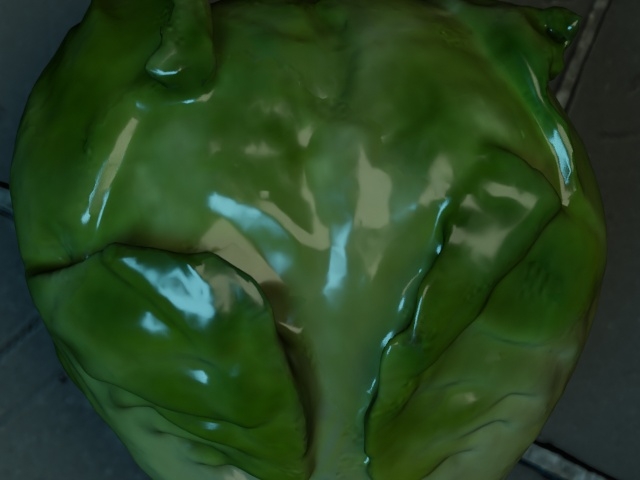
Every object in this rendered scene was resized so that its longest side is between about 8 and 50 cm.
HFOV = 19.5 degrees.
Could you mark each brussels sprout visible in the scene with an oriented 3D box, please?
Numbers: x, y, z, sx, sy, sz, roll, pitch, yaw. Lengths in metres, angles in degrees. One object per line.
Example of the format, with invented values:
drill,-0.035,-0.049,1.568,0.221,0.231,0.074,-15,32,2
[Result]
brussels sprout,-0.002,0.000,0.847,0.260,0.227,0.294,-12,101,-6
